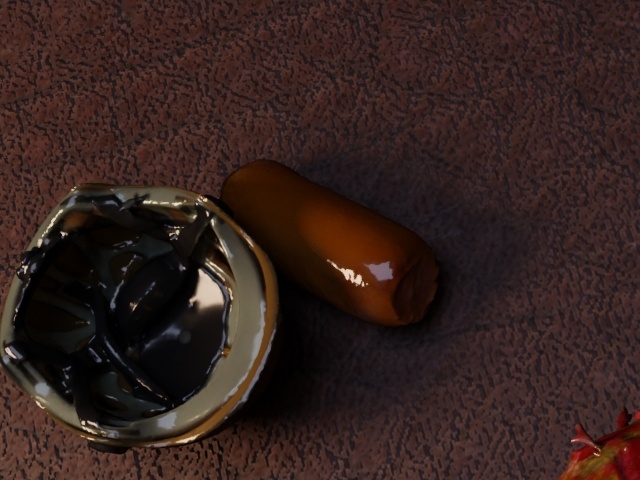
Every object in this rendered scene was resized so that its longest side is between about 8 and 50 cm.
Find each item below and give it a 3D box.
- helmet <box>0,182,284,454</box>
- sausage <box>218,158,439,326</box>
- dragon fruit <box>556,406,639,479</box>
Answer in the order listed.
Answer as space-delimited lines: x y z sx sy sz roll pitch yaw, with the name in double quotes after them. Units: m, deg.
-0.119 0.062 1.252 0.224 0.130 0.198 19 84 20 "helmet"
0.000 0.000 1.252 0.197 0.076 0.076 29 84 33 "sausage"
0.204 0.206 0.997 0.268 0.210 0.205 -25 24 -5 "dragon fruit"
